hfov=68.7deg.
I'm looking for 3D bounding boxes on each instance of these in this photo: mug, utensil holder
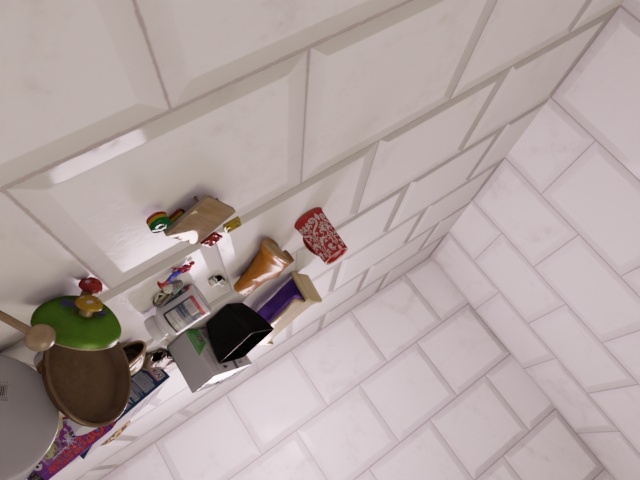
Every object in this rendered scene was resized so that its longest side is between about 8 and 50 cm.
[{"bbox_3d":[0.008,-0.006,1.575,0.113,0.169,0.150,-35,162,-8],"label":"mug"},{"bbox_3d":[-0.807,0.478,1.012,0.385,0.327,0.328,-45,161,21],"label":"utensil holder"}]

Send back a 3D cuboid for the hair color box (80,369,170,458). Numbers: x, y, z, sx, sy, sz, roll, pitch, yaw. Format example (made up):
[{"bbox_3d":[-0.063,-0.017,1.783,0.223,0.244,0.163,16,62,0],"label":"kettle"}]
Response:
[{"bbox_3d":[-0.729,0.604,1.705,0.174,0.105,0.347,-50,173,35],"label":"hair color box"}]

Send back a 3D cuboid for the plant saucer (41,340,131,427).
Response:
[{"bbox_3d":[-0.575,0.323,1.154,0.041,0.277,0.278,-23,165,10],"label":"plant saucer"}]

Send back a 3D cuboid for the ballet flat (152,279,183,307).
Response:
[{"bbox_3d":[-0.443,0.152,1.344,0.114,0.041,0.041,-43,162,17],"label":"ballet flat"}]

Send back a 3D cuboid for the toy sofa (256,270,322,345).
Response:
[{"bbox_3d":[-0.187,0.298,2.016,0.362,0.150,0.177,-44,148,22],"label":"toy sofa"}]

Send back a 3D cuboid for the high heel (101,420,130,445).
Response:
[{"bbox_3d":[-0.956,0.835,2.018,0.261,0.093,0.186,-17,162,-26],"label":"high heel"}]

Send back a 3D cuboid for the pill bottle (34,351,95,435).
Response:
[{"bbox_3d":[-0.642,0.384,1.234,0.131,0.229,0.131,-33,162,-12],"label":"pill bottle"}]

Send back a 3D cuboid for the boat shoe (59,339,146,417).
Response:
[{"bbox_3d":[-0.684,0.401,1.411,0.341,0.122,0.110,-31,160,-51],"label":"boat shoe"}]

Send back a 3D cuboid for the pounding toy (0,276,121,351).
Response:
[{"bbox_3d":[-0.528,0.145,1.001,0.237,0.183,0.110,10,106,-62],"label":"pounding toy"}]

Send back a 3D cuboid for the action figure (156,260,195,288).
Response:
[{"bbox_3d":[-0.395,0.089,1.286,0.115,0.030,0.038,-33,168,-28],"label":"action figure"}]

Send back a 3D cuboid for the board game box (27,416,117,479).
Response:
[{"bbox_3d":[-0.845,0.614,1.486,0.347,0.208,0.056,-40,-167,9],"label":"board game box"}]

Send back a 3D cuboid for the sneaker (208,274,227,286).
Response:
[{"bbox_3d":[-0.324,0.130,1.520,0.037,0.032,0.083,-43,162,20],"label":"sneaker"}]

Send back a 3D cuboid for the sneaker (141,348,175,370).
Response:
[{"bbox_3d":[-0.592,0.442,1.759,0.071,0.066,0.188,-43,162,17],"label":"sneaker"}]

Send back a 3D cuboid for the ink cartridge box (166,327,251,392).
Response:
[{"bbox_3d":[-0.435,0.459,1.865,0.121,0.211,0.289,-41,163,13],"label":"ink cartridge box"}]

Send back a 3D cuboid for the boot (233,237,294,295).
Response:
[{"bbox_3d":[-0.204,0.101,1.559,0.211,0.104,0.295,-37,167,1],"label":"boot"}]

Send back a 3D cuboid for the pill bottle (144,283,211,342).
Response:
[{"bbox_3d":[-0.436,0.225,1.426,0.180,0.108,0.108,-33,162,-8],"label":"pill bottle"}]

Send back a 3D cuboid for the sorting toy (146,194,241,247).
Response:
[{"bbox_3d":[-0.283,-0.056,1.096,0.132,0.046,0.274,-39,162,7],"label":"sorting toy"}]

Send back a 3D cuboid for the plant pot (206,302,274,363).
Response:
[{"bbox_3d":[-0.330,0.349,1.843,0.187,0.167,0.188,-43,161,13],"label":"plant pot"}]
